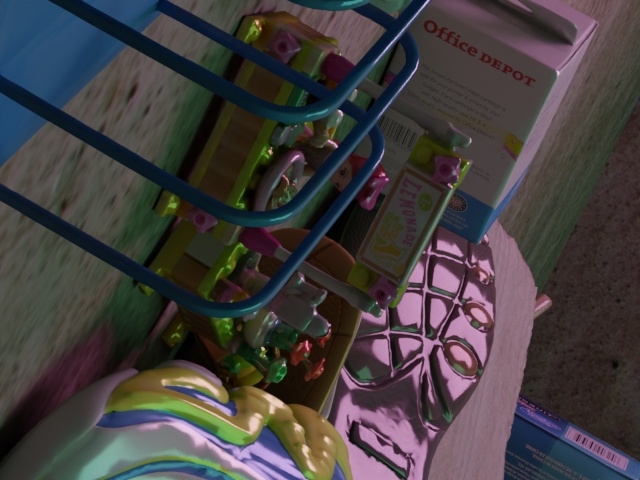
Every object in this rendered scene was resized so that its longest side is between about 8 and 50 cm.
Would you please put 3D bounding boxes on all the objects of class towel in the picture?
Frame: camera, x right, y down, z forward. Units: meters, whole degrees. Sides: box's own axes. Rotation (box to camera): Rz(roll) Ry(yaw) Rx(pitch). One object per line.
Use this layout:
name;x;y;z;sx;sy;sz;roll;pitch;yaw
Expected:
towel;0.085;0.111;1.344;0.187;0.049;0.282;54;45;-57

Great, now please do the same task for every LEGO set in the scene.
LEGO set;0.000;0.000;0.878;0.132;0.107;0.287;-45;161;-49

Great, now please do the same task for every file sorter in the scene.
file sorter;-0.023;-0.080;0.551;0.118;0.104;0.170;-51;167;-44

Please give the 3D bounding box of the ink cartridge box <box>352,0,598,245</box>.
ink cartridge box;0.092;-0.091;1.163;0.090;0.092;0.143;-47;164;-56

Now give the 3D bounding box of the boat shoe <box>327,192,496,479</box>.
boat shoe;0.002;0.096;1.190;0.130;0.132;0.355;-17;-139;40

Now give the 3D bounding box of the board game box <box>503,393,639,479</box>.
board game box;0.076;0.273;1.675;0.336;0.253;0.079;-62;171;10

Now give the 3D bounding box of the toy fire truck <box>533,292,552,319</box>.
toy fire truck;0.109;0.136;1.829;0.217;0.158;0.246;-53;157;-35

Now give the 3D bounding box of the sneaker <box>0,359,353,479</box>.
sneaker;-0.034;0.125;0.872;0.091;0.126;0.240;-48;155;19

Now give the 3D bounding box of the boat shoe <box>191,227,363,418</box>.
boat shoe;-0.051;0.130;1.048;0.277;0.098;0.096;-61;170;-6
